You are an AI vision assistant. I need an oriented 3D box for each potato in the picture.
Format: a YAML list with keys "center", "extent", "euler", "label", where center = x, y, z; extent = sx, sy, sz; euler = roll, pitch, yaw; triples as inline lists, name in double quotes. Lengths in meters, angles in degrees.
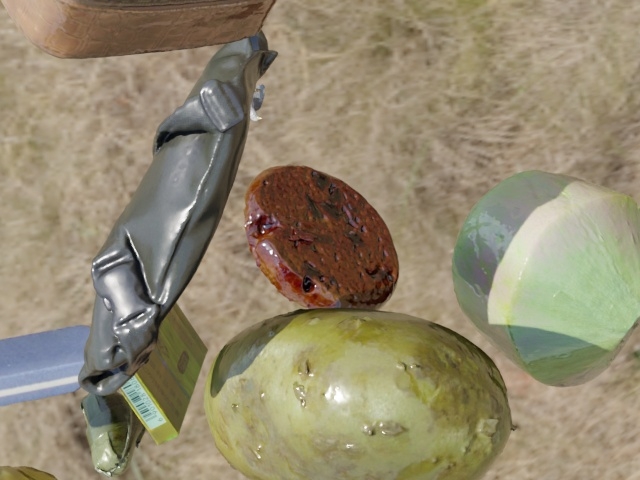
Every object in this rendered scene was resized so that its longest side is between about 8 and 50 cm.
- center: [0.018, 0.147, 1.252]
  extent: [0.307, 0.210, 0.173]
  euler: [-6, 75, 45]
  label: "potato"

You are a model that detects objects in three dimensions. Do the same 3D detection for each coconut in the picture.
- center: [0.250, 0.038, 1.476]
  extent: [0.236, 0.204, 0.236]
  euler: [-23, 59, 45]
  label: "coconut"

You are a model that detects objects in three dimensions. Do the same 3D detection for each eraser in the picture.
- center: [-0.342, 0.137, 1.453]
  extent: [0.082, 0.225, 0.036]
  euler: [-121, 23, -61]
  label: "eraser"

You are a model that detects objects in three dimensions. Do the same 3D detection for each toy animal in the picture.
- center: [-0.072, -0.138, 1.383]
  extent: [0.050, 0.084, 0.028]
  euler: [38, 118, 29]
  label: "toy animal"

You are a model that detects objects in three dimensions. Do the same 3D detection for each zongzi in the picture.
- center: [-0.221, 0.233, 1.666]
  extent: [0.055, 0.119, 0.109]
  euler: [-36, 54, 30]
  label: "zongzi"

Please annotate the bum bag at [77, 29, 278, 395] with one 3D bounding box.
- center: [-0.122, -0.024, 1.121]
  extent: [0.079, 0.142, 0.326]
  euler: [22, 97, -9]
  label: "bum bag"

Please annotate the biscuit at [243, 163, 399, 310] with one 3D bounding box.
- center: [0.000, 0.000, 1.484]
  extent: [0.049, 0.192, 0.192]
  euler: [-40, 76, 40]
  label: "biscuit"

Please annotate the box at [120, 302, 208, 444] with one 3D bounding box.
- center: [-0.177, 0.119, 1.514]
  extent: [0.030, 0.193, 0.121]
  euler: [-27, 107, 14]
  label: "box"

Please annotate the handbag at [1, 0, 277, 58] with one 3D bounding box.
- center: [-0.105, -0.179, 0.647]
  extent: [0.193, 0.151, 0.072]
  euler: [65, 147, 17]
  label: "handbag"

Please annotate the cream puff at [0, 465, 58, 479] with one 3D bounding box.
- center: [-0.151, 0.202, 0.565]
  extent: [0.257, 0.324, 0.291]
  euler: [37, 104, 37]
  label: "cream puff"
